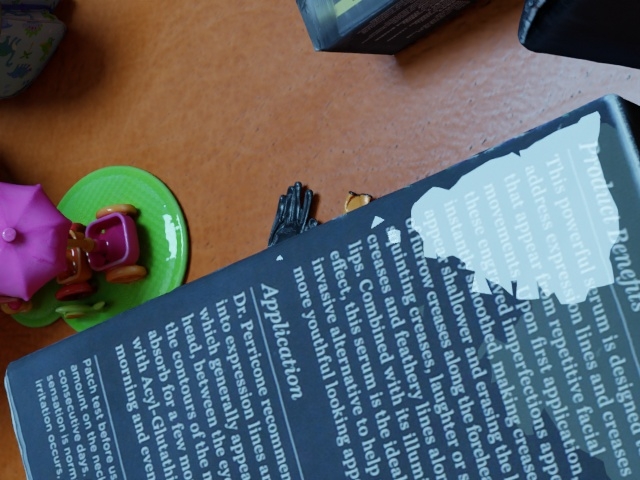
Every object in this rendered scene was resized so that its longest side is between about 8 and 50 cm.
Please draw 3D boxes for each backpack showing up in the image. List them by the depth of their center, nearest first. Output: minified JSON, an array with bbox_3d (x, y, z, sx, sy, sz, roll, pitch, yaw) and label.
[{"bbox_3d":[-0.255,-0.151,1.390,0.084,0.105,0.114,52,121,21],"label":"backpack"}]

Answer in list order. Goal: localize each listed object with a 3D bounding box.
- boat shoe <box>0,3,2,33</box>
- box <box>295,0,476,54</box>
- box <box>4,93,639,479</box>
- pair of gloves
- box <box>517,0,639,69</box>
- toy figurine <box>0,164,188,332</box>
[{"bbox_3d":[-0.357,-0.168,1.334,0.307,0.104,0.111,11,110,39],"label":"boat shoe"},{"bbox_3d":[0.100,-0.343,1.151,0.395,0.097,0.318,-32,71,37],"label":"box"},{"bbox_3d":[0.079,0.107,1.051,0.395,0.293,0.212,-23,73,26],"label":"box"},{"bbox_3d":[0.000,0.000,1.275,0.083,0.010,0.074,11,91,34],"label":"pair of gloves"},{"bbox_3d":[0.370,-0.287,0.823,0.480,0.297,0.472,11,88,1],"label":"box"},{"bbox_3d":[-0.207,0.008,1.310,0.173,0.159,0.130,-17,76,28],"label":"toy figurine"}]
